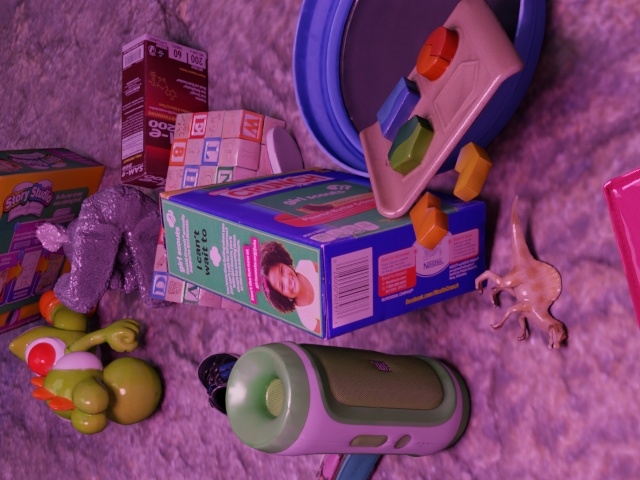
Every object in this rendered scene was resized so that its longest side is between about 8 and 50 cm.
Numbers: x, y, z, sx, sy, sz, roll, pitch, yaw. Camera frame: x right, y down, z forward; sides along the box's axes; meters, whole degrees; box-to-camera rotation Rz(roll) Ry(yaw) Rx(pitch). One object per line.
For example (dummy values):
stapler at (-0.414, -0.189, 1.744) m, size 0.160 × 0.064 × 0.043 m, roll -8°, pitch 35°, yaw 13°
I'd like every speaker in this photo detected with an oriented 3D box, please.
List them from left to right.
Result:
speaker at (0.039, 0.186, 1.224) m, size 0.131 × 0.297 × 0.131 m, roll -12°, pitch 73°, yaw 45°

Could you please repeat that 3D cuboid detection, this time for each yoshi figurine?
yoshi figurine at (-0.379, 0.218, 1.797) m, size 0.203 × 0.203 × 0.362 m, roll -33°, pitch 31°, yaw -10°

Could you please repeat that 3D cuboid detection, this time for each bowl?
bowl at (0.122, -0.269, 1.385) m, size 0.391 × 0.077 × 0.391 m, roll -9°, pitch 77°, yaw 44°

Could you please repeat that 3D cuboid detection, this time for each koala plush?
koala plush at (-0.361, 0.004, 1.771) m, size 0.221 × 0.196 × 0.203 m, roll 10°, pitch 99°, yaw 60°

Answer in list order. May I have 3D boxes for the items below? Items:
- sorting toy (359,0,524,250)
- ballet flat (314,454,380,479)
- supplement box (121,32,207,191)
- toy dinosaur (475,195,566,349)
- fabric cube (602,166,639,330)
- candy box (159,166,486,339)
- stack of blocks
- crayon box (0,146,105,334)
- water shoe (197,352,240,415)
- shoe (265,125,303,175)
sorting toy at (0.128, -0.135, 1.178) m, size 0.229 × 0.041 × 0.307 m, roll -51°, pitch 24°, yaw 24°
ballet flat at (0.011, 0.338, 1.399) m, size 0.221 × 0.077 × 0.079 m, roll -66°, pitch 26°, yaw 7°
supplement box at (-0.255, -0.204, 1.740) m, size 0.073 × 0.130 × 0.239 m, roll -15°, pitch 72°, yaw 44°
toy dinosaur at (0.233, 0.048, 1.240) m, size 0.093 × 0.053 × 0.183 m, roll -24°, pitch 72°, yaw 25°
fabric cube at (0.433, 0.037, 0.865) m, size 0.259 × 0.258 × 0.254 m, roll -27°, pitch 62°, yaw 41°
candy box at (0.000, 0.000, 1.312) m, size 0.317 × 0.268 × 0.122 m, roll 15°, pitch 112°, yaw 47°
stack of blocks at (-0.160, -0.046, 1.637) m, size 0.171 × 0.087 × 0.297 m, roll 5°, pitch 85°, yaw 47°
crayon box at (-0.545, 0.003, 1.845) m, size 0.106 × 0.363 × 0.313 m, roll 23°, pitch 102°, yaw 12°
water shoe at (-0.133, 0.214, 1.561) m, size 0.203 × 0.080 × 0.072 m, roll 22°, pitch 97°, yaw 47°
shoe at (-0.066, -0.075, 1.561) m, size 0.081 × 0.063 × 0.178 m, roll -29°, pitch 66°, yaw 34°
